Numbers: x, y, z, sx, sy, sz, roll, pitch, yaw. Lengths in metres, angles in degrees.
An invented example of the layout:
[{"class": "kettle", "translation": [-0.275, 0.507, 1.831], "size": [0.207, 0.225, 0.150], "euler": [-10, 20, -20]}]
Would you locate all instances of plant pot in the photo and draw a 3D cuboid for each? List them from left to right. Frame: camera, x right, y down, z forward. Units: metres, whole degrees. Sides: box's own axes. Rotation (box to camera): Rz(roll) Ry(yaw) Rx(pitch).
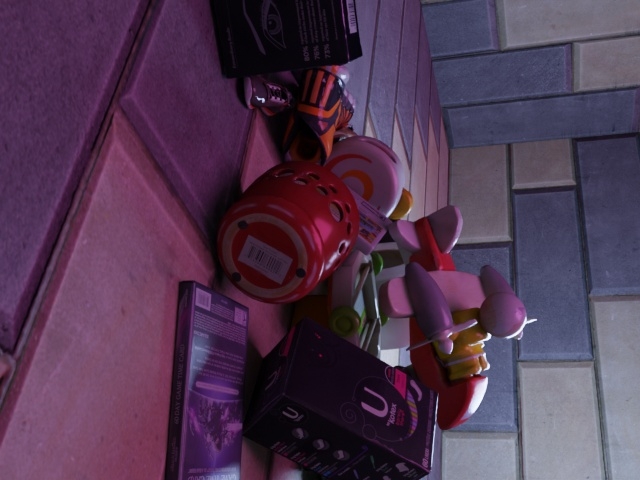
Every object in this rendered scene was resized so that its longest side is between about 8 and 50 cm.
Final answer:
[{"class": "plant pot", "translation": [-0.051, -0.010, 1.140], "size": [0.174, 0.191, 0.191], "euler": [-48, 132, -64]}]

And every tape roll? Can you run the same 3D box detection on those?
[{"class": "tape roll", "translation": [0.151, 0.120, 1.706], "size": [0.246, 0.246, 0.169], "euler": [-54, 139, -65]}]

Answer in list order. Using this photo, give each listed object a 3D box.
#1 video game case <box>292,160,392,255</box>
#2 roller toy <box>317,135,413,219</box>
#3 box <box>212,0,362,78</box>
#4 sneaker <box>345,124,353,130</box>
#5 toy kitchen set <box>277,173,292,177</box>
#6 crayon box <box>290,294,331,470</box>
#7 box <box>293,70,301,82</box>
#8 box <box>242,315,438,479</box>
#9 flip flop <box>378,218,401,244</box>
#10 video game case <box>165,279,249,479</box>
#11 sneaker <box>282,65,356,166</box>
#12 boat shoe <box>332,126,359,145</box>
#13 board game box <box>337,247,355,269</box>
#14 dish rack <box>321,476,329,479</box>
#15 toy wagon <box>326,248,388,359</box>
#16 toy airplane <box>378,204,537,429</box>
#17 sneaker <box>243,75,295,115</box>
[{"class": "video game case", "translation": [0.026, -0.073, 1.433], "size": [0.026, 0.227, 0.206], "euler": [-53, 177, 20]}, {"class": "roller toy", "translation": [0.083, -0.125, 1.599], "size": [0.146, 0.209, 0.191], "euler": [-47, 128, -72]}, {"class": "box", "translation": [-0.051, -0.344, 1.172], "size": [0.108, 0.207, 0.153], "euler": [-52, 137, -67]}, {"class": "sneaker", "translation": [0.053, -0.245, 1.804], "size": [0.040, 0.044, 0.109], "euler": [72, 23, -47]}, {"class": "toy kitchen set", "translation": [-0.059, -0.070, 1.305], "size": [0.075, 0.083, 0.068], "euler": [55, 36, -61]}, {"class": "crayon box", "translation": [0.000, 0.251, 1.447], "size": [0.203, 0.083, 0.323], "euler": [69, 24, -47]}, {"class": "box", "translation": [-0.021, -0.416, 1.555], "size": [0.233, 0.059, 0.183], "euler": [49, 42, -64]}, {"class": "box", "translation": [0.036, 0.275, 1.203], "size": [0.143, 0.270, 0.165], "euler": [-49, -163, 38]}, {"class": "flip flop", "translation": [0.158, 0.031, 2.025], "size": [0.080, 0.112, 0.277], "euler": [108, -10, -53]}, {"class": "video game case", "translation": [-0.151, 0.210, 1.042], "size": [0.196, 0.026, 0.274], "euler": [44, 46, -67]}, {"class": "sneaker", "translation": [-0.014, -0.228, 1.477], "size": [0.321, 0.124, 0.180], "euler": [45, 61, -80]}, {"class": "boat shoe", "translation": [0.028, -0.235, 1.704], "size": [0.072, 0.068, 0.190], "euler": [55, 21, 12]}, {"class": "board game box", "translation": [0.000, 0.000, 1.402], "size": [0.259, 0.136, 0.030], "euler": [-45, 142, -70]}, {"class": "dish rack", "translation": [0.063, 0.476, 1.638], "size": [0.333, 0.072, 0.285], "euler": [-16, 103, -74]}, {"class": "toy wagon", "translation": [0.080, 0.186, 1.466], "size": [0.267, 0.068, 0.344], "euler": [-58, 143, -63]}, {"class": "toy airplane", "translation": [0.267, 0.119, 1.459], "size": [0.384, 0.272, 0.386], "euler": [60, 45, -30]}, {"class": "sneaker", "translation": [-0.084, -0.254, 1.291], "size": [0.158, 0.065, 0.061], "euler": [-6, 93, -74]}]
